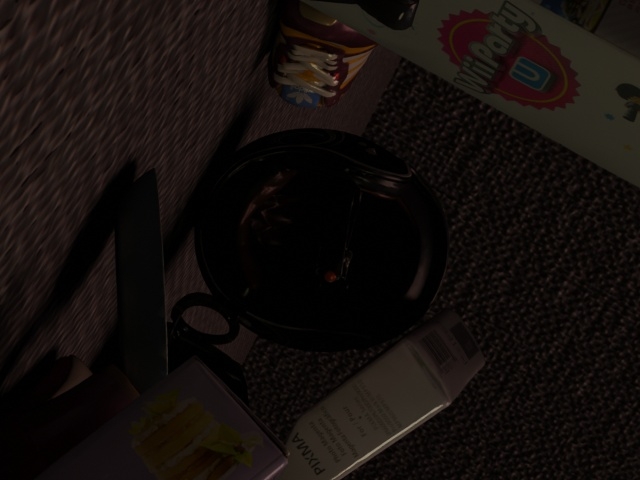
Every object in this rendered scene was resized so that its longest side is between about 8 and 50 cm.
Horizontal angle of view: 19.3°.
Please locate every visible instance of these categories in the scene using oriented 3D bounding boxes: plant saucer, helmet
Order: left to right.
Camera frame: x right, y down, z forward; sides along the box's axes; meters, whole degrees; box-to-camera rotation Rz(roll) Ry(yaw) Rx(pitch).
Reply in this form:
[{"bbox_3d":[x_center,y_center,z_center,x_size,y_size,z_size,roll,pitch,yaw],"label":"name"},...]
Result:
[{"bbox_3d":[-0.088,0.024,0.918,0.119,0.021,0.119,177,-90,-83],"label":"plant saucer"},{"bbox_3d":[0.000,0.000,1.293,0.169,0.169,0.161,-61,168,4],"label":"helmet"}]

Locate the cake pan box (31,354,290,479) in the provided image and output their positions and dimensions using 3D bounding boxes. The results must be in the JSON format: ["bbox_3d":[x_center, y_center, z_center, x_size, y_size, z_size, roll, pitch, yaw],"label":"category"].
[{"bbox_3d":[-0.142,0.192,0.822,0.246,0.070,0.267,-36,165,-28],"label":"cake pan box"}]

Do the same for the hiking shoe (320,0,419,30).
[{"bbox_3d":[0.017,-0.135,0.594,0.227,0.114,0.086,-59,178,-46],"label":"hiking shoe"}]

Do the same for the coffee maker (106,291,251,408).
[{"bbox_3d":[-0.127,0.142,1.188,0.178,0.120,0.171,-61,161,-49],"label":"coffee maker"}]

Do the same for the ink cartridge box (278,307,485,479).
[{"bbox_3d":[-0.004,0.137,1.263,0.232,0.066,0.189,-32,178,12],"label":"ink cartridge box"}]

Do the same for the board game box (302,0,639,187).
[{"bbox_3d":[0.140,-0.151,0.757,0.224,0.303,0.097,-60,178,-20],"label":"board game box"}]

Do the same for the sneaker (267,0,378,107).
[{"bbox_3d":[0.002,-0.119,1.168,0.185,0.070,0.084,-44,157,-81],"label":"sneaker"}]

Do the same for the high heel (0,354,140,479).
[{"bbox_3d":[-0.146,0.122,0.959,0.117,0.082,0.244,-37,-176,-13],"label":"high heel"}]
